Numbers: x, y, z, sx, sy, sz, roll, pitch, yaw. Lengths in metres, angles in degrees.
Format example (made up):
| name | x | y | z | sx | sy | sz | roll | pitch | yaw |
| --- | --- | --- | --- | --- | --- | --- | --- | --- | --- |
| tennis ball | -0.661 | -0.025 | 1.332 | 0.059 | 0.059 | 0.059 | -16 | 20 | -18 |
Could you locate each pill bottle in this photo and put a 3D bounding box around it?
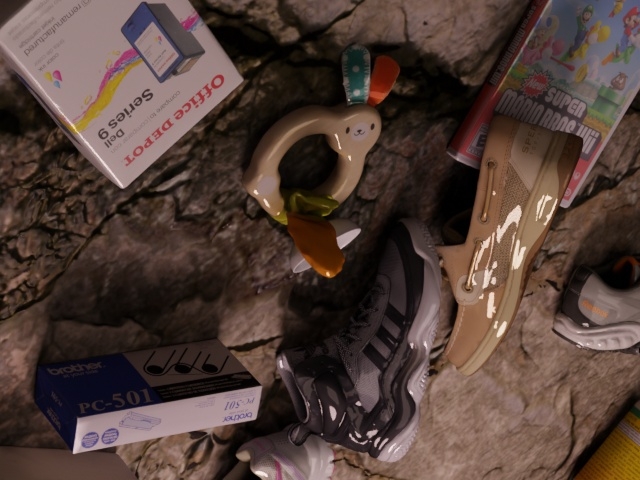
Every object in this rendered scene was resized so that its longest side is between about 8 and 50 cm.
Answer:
| name | x | y | z | sx | sy | sz | roll | pitch | yaw |
| --- | --- | --- | --- | --- | --- | --- | --- | --- | --- |
| pill bottle | 0.403 | 0.322 | 2.137 | 0.208 | 0.117 | 0.117 | -52 | 134 | 2 |

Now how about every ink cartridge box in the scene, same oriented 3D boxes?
| name | x | y | z | sx | sy | sz | roll | pitch | yaw |
| --- | --- | --- | --- | --- | --- | --- | --- | --- | --- |
| ink cartridge box | -0.188 | -0.174 | 1.411 | 0.154 | 0.093 | 0.212 | -42 | 135 | -7 |
| ink cartridge box | -0.172 | 0.154 | 1.626 | 0.207 | 0.097 | 0.046 | -7 | 121 | -32 |

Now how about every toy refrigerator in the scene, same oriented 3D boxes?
| name | x | y | z | sx | sy | sz | roll | pitch | yaw |
| --- | --- | --- | --- | --- | --- | --- | --- | --- | --- |
| toy refrigerator | -0.310 | 0.269 | 1.602 | 0.269 | 0.094 | 0.102 | 11 | 110 | -40 |

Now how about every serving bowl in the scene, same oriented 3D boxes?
| name | x | y | z | sx | sy | sz | roll | pitch | yaw |
| --- | --- | --- | --- | --- | --- | --- | --- | --- | --- |
| serving bowl | 0.000 | 0.000 | 1.684 | 0.083 | 0.027 | 0.083 | -32 | 171 | -6 |

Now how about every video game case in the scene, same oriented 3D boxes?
| name | x | y | z | sx | sy | sz | roll | pitch | yaw |
| --- | --- | --- | --- | --- | --- | --- | --- | --- | --- |
| video game case | 0.279 | -0.187 | 1.788 | 0.204 | 0.025 | 0.285 | 20 | 104 | -42 |

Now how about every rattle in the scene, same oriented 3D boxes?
| name | x | y | z | sx | sy | sz | roll | pitch | yaw |
| --- | --- | --- | --- | --- | --- | --- | --- | --- | --- |
| rattle | 0.028 | -0.085 | 1.597 | 0.199 | 0.143 | 0.130 | -42 | 115 | 2 |

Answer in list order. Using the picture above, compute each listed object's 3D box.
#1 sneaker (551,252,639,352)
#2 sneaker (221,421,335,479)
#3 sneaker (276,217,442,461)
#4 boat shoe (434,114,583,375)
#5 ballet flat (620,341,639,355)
| name | x | y | z | sx | sy | sz | roll | pitch | yaw |
| --- | --- | --- | --- | --- | --- | --- | --- | --- | --- |
| sneaker | 0.410 | 0.068 | 1.996 | 0.271 | 0.100 | 0.108 | -6 | 115 | -33 |
| sneaker | -0.073 | 0.315 | 1.808 | 0.111 | 0.103 | 0.252 | 2 | 108 | -35 |
| sneaker | 0.038 | 0.103 | 1.742 | 0.153 | 0.101 | 0.269 | 6 | 96 | -17 |
| boat shoe | 0.186 | 0.005 | 1.790 | 0.122 | 0.110 | 0.341 | -63 | 172 | -52 |
| ballet flat | 0.450 | 0.120 | 2.089 | 0.173 | 0.049 | 0.057 | -14 | 125 | -29 |
